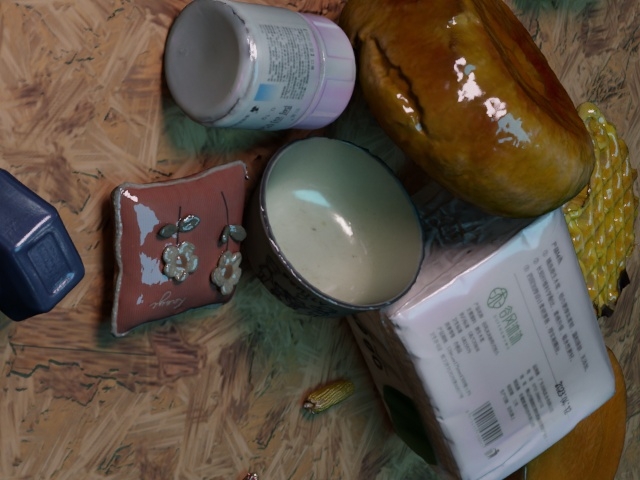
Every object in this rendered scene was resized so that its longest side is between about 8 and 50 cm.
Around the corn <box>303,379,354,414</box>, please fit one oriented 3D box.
[{"bbox_3d":[0.009,0.192,2.048,0.083,0.027,0.028,-19,135,-45],"label":"corn"}]

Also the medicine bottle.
[{"bbox_3d":[-0.060,-0.181,1.740,0.168,0.135,0.135,-2,107,-48],"label":"medicine bottle"}]

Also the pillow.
[{"bbox_3d":[-0.146,0.009,1.763,0.179,0.075,0.171,-14,116,-43],"label":"pillow"}]

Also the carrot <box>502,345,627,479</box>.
[{"bbox_3d":[0.344,0.285,2.421,0.258,0.100,0.307,50,60,-44],"label":"carrot"}]

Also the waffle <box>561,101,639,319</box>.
[{"bbox_3d":[0.372,-0.020,2.277,0.307,0.060,0.312,57,45,-49],"label":"waffle"}]

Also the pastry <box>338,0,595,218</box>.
[{"bbox_3d":[0.163,-0.167,1.849,0.164,0.356,0.356,-37,142,16],"label":"pastry"}]

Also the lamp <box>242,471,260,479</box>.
[{"bbox_3d":[-0.099,0.318,1.977,0.063,0.031,0.083,-10,117,-45],"label":"lamp"}]

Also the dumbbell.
[{"bbox_3d":[-0.364,0.077,1.498,0.316,0.156,0.144,-45,104,-27],"label":"dumbbell"}]

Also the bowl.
[{"bbox_3d":[0.000,0.000,1.861,0.211,0.112,0.211,16,57,-27],"label":"bowl"}]

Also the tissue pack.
[{"bbox_3d":[0.192,0.107,2.057,0.266,0.194,0.356,-34,131,-12],"label":"tissue pack"}]
